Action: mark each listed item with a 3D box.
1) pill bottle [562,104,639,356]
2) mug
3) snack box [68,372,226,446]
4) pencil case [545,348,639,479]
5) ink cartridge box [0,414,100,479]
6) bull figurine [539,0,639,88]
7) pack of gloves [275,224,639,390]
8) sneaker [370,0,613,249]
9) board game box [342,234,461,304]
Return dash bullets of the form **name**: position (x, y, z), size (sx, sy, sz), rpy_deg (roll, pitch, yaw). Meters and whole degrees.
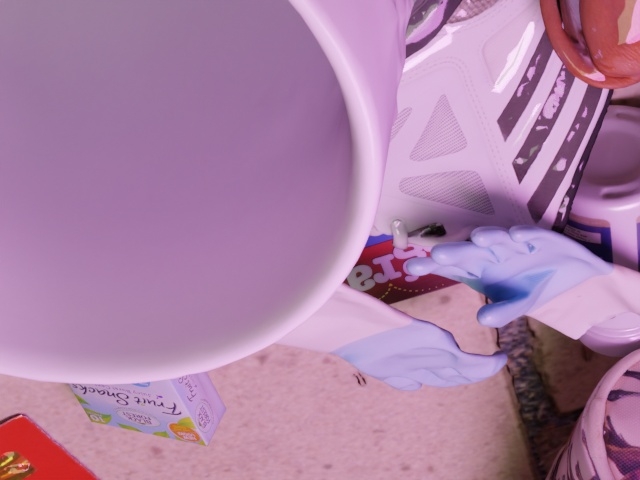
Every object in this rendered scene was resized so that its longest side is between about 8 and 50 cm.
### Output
- **pill bottle**: position (0.196, 0.000, 1.203), size (0.094, 0.094, 0.169), rpy_deg (-12, 137, 2)
- **mug**: position (-0.086, -0.183, 0.735), size (0.276, 0.328, 0.374), rpy_deg (10, 136, 0)
- **snack box**: position (-0.134, 0.081, 1.240), size (0.100, 0.037, 0.141), rpy_deg (10, 145, 26)
- **pencil case**: position (0.244, 0.234, 1.358), size (0.183, 0.160, 0.410), rpy_deg (19, 149, 5)
- **ink cartridge box**: position (-0.248, 0.335, 1.453), size (0.308, 0.091, 0.385), rpy_deg (-29, 132, 10)
- **bull figurine**: position (0.242, -0.204, 0.949), size (0.310, 0.101, 0.188), rpy_deg (-32, 113, -12)
- **pack of gloves**: position (0.092, 0.060, 1.110), size (0.195, 0.046, 0.232), rpy_deg (-26, 153, 28)
- **sneaker**: position (-0.010, -0.018, 1.071), size (0.447, 0.169, 0.257), rpy_deg (-38, 121, 24)
- **board game box**: position (0.000, 0.000, 1.217), size (0.281, 0.027, 0.145), rpy_deg (-17, 137, 8)
